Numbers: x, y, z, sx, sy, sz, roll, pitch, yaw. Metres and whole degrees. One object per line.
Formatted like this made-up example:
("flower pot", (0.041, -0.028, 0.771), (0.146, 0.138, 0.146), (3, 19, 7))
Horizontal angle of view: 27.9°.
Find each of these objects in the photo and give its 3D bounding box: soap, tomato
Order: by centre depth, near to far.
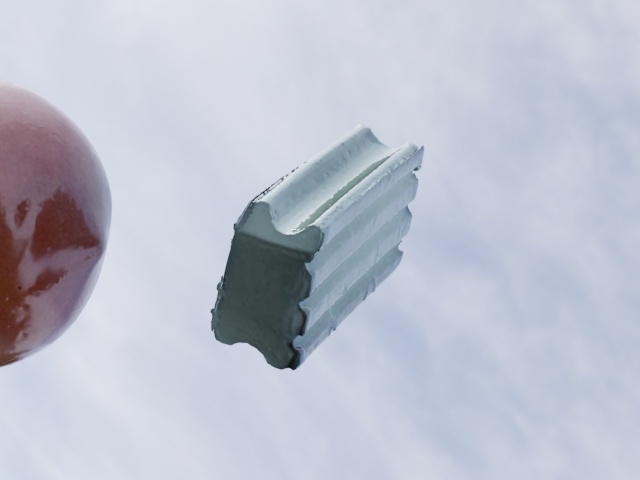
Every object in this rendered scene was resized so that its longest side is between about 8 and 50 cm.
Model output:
("soap", (0.000, 0.000, 1.215), (0.094, 0.261, 0.150), (20, -61, 19))
("tomato", (-0.367, -0.021, 1.342), (0.321, 0.321, 0.321), (32, -38, 29))
